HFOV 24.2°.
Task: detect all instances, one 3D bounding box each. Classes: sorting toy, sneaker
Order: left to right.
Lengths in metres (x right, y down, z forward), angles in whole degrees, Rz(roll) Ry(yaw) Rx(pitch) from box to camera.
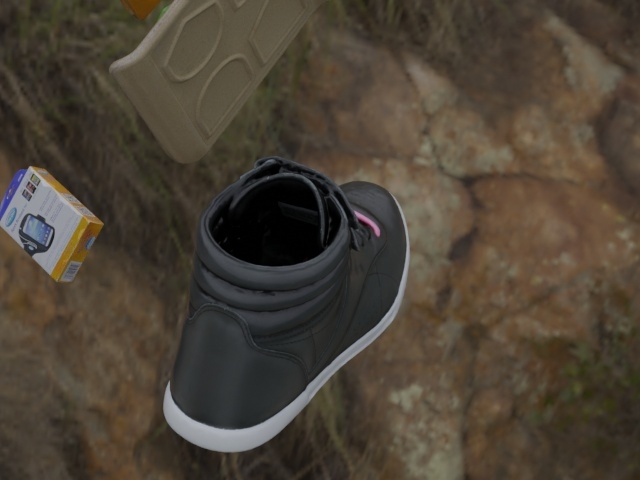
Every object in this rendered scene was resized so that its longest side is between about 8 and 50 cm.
[{"bbox_3d":[-0.090,-0.207,1.266,0.041,0.307,0.229,37,81,20],"label":"sorting toy"},{"bbox_3d":[0.000,0.000,0.970,0.104,0.147,0.296,24,36,13],"label":"sneaker"}]

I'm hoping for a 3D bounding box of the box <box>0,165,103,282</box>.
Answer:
[{"bbox_3d":[-0.308,-0.022,1.675,0.136,0.081,0.028,41,17,34],"label":"box"}]
